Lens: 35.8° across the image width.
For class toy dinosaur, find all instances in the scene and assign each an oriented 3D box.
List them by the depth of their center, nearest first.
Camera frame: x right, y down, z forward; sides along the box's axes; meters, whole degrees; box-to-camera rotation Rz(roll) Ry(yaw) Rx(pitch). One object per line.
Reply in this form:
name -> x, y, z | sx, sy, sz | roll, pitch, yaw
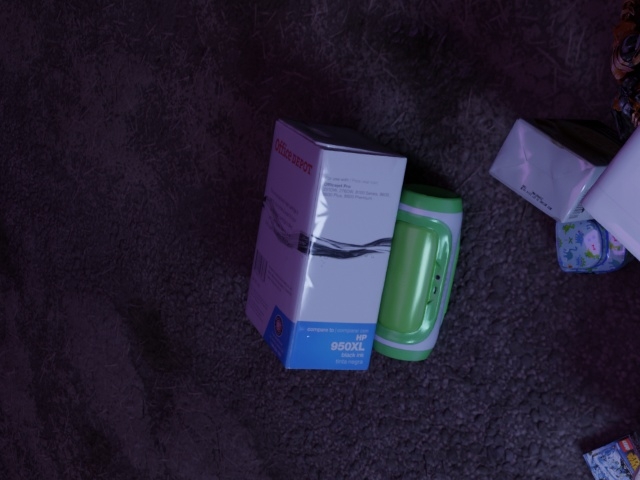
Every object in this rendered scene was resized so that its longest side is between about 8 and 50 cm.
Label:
toy dinosaur -> 0.485, -0.262, 1.428 | 0.218, 0.164, 0.322 | -38, 73, 53

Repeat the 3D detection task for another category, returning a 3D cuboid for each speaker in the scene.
speaker -> 0.168, 0.056, 1.749 | 0.131, 0.131, 0.296 | 21, 108, 38

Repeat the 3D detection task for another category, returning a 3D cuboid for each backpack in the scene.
backpack -> 0.426, 0.003, 1.542 | 0.114, 0.084, 0.105 | -1, 96, 39

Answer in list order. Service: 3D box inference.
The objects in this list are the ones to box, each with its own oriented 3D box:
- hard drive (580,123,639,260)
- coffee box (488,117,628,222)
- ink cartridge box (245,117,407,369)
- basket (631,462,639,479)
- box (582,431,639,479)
hard drive -> 0.474, -0.100, 1.082 | 0.233, 0.047, 0.353 | 50, 126, 28
coffee box -> 0.382, -0.107, 1.460 | 0.141, 0.246, 0.098 | 41, 119, 30
ink cartridge box -> 0.000, 0.000, 1.794 | 0.285, 0.166, 0.395 | -138, 55, -65
basket -> 0.623, 0.289, 1.280 | 0.328, 0.266, 0.331 | 31, 112, 36
box -> 0.488, 0.383, 1.563 | 0.094, 0.027, 0.137 | -37, 71, 39
